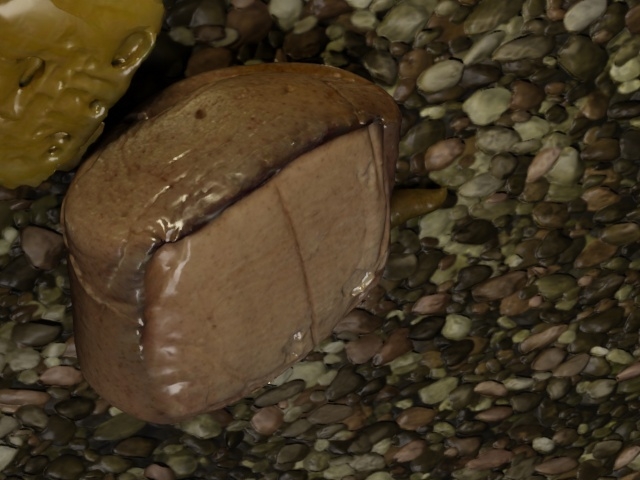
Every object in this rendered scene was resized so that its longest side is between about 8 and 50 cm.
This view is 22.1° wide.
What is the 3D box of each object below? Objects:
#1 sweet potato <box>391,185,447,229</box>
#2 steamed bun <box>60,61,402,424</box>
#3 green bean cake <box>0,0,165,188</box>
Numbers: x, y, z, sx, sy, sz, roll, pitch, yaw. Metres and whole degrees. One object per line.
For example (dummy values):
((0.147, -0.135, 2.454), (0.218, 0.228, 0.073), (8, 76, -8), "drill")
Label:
((0.002, 0.001, 1.526), (0.249, 0.059, 0.069), (-14, 127, -11), "sweet potato")
((-0.088, -0.021, 1.359), (0.301, 0.199, 0.252), (-32, 138, -30), "steamed bun")
((-0.249, -0.156, 1.201), (0.224, 0.131, 0.230), (17, 129, -36), "green bean cake")
